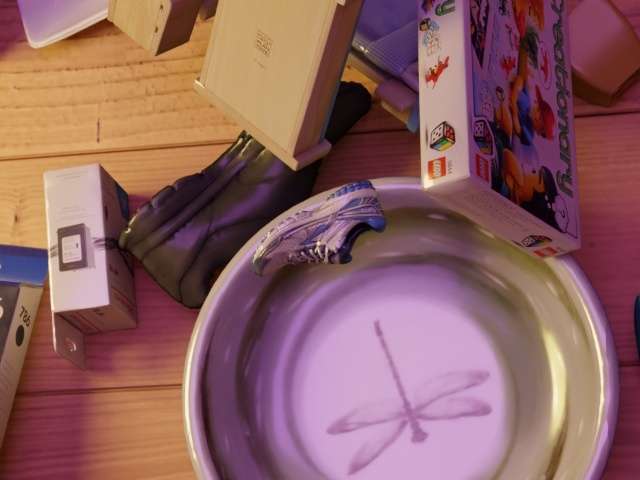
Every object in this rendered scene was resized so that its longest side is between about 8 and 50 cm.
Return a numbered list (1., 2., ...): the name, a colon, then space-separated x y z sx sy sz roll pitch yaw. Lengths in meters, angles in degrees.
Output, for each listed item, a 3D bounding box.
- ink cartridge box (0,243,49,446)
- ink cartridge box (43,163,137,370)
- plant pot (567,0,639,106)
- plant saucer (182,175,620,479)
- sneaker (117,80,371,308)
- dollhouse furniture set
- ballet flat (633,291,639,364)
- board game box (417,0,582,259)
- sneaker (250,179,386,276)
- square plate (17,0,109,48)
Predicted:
1. ink cartridge box: -0.379 0.134 1.679 0.165 0.065 0.333 4 63 13
2. ink cartridge box: -0.222 0.028 1.690 0.060 0.104 0.180 -8 74 7
3. plant pot: 0.267 -0.177 1.668 0.081 0.081 0.083 -43 76 -3
4. plant saucer: 0.075 0.143 1.601 0.400 0.100 0.400 -3 74 10
5. sneaker: -0.055 -0.045 1.689 0.286 0.109 0.130 -39 90 -5
6. dollhouse furniture set: 0.016 -0.256 1.624 0.286 0.198 0.303 40 46 22
7. ballet flat: 0.363 0.184 1.547 0.106 0.107 0.316 -8 77 -12
8. board game box: 0.157 -0.156 1.534 0.053 0.193 0.305 -15 64 33
9. sneaker: 0.000 0.000 1.579 0.135 0.052 0.058 -32 74 1
10. square plate: -0.189 -0.411 1.802 0.344 0.049 0.347 -21 75 18
